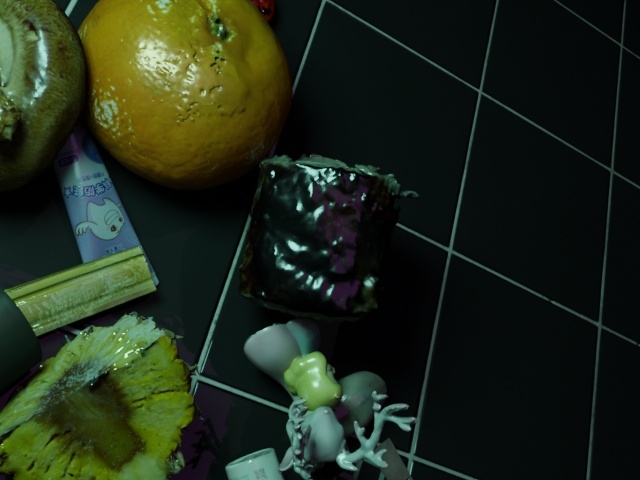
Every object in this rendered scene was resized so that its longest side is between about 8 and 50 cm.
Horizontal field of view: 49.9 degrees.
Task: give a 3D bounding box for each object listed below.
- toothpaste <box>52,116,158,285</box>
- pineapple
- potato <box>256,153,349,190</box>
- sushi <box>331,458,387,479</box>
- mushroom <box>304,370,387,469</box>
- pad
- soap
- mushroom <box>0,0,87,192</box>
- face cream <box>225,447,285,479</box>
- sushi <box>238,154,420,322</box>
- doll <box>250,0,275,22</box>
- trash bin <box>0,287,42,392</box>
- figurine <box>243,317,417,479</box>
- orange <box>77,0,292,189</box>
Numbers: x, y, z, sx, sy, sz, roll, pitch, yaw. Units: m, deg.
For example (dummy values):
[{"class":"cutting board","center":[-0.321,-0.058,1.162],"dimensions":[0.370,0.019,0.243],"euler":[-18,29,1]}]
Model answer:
[{"class":"toothpaste","center":[-0.423,-0.068,1.285],"dimensions":[0.125,0.080,0.372],"euler":[-21,93,-32]},{"class":"pineapple","center":[-0.348,0.301,1.160],"dimensions":[0.344,0.209,0.286],"euler":[-32,118,-9]},{"class":"potato","center":[-0.026,-0.108,1.487],"dimensions":[0.243,0.098,0.138],"euler":[5,64,-15]},{"class":"sushi","center":[0.087,0.567,1.335],"dimensions":[0.219,0.047,0.231],"euler":[-30,89,-30]},{"class":"mushroom","center":[0.041,0.353,1.365],"dimensions":[0.225,0.093,0.116],"euler":[-38,114,-37]},{"class":"pad","center":[0.100,0.499,1.396],"dimensions":[0.187,0.006,0.113],"euler":[-29,89,-31]},{"class":"soap","center":[-0.423,0.090,1.221],"dimensions":[0.252,0.037,0.092],"euler":[-21,98,-28]},{"class":"mushroom","center":[-0.542,-0.247,1.148],"dimensions":[0.344,0.239,0.345],"euler":[-7,59,12]},{"class":"face cream","center":[-0.072,0.555,1.229],"dimensions":[0.101,0.102,0.346],"euler":[-15,79,-31]},{"class":"sushi","center":[-0.001,-0.002,1.272],"dimensions":[0.281,0.299,0.294],"euler":[12,91,-15]},{"class":"doll","center":[-0.181,-0.567,1.572],"dimensions":[0.183,0.085,0.217],"euler":[-11,69,-32]},{"class":"trash bin","center":[-0.601,0.211,1.006],"dimensions":[0.333,0.214,0.214],"euler":[-37,92,-37]},{"class":"figurine","center":[-0.014,0.285,1.200],"dimensions":[0.206,0.284,0.316],"euler":[-17,59,-24]},{"class":"orange","center":[-0.251,-0.310,1.296],"dimensions":[0.423,0.326,0.424],"euler":[11,62,-22]}]
